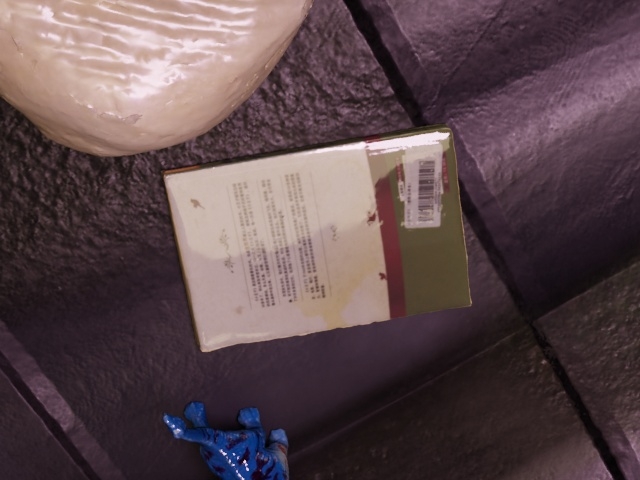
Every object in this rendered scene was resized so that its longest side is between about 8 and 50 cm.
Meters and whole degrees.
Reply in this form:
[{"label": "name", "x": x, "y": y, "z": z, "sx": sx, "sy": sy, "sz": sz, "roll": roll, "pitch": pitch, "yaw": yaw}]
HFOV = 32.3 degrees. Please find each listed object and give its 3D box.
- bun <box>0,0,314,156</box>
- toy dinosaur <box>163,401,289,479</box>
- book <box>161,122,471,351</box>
[{"label": "bun", "x": -0.155, "y": -0.256, "z": 0.895, "sx": 0.326, "sy": 0.234, "sz": 0.361, "roll": -17, "pitch": 97, "yaw": -3}, {"label": "toy dinosaur", "x": -0.070, "y": 0.238, "z": 1.160, "sx": 0.076, "sy": 0.144, "sz": 0.329, "roll": -33, "pitch": 123, "yaw": 5}, {"label": "book", "x": 0.000, "y": 0.000, "z": 1.111, "sx": 0.290, "sy": 0.026, "sz": 0.201, "roll": -8, "pitch": 112, "yaw": 0}]
